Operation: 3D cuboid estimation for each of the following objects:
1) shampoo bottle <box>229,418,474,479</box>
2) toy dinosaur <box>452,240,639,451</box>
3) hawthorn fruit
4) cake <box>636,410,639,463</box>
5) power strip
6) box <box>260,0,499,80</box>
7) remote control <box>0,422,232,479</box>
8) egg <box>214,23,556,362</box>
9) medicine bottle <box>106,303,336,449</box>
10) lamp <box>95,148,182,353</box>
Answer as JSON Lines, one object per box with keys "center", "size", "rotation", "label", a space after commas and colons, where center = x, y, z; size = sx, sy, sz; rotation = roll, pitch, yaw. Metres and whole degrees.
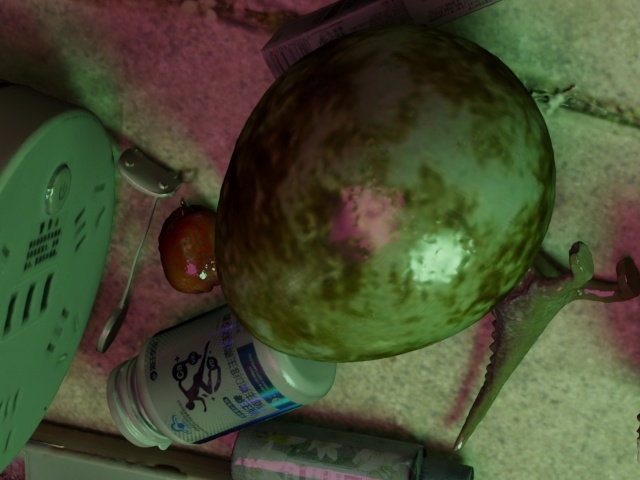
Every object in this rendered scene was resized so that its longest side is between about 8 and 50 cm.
{"center": [0.029, 0.203, 1.762], "size": [0.214, 0.072, 0.072], "rotation": [8, 119, 15], "label": "shampoo bottle"}
{"center": [0.160, 0.052, 1.646], "size": [0.200, 0.072, 0.251], "rotation": [-9, 123, 33], "label": "toy dinosaur"}
{"center": [-0.106, 0.008, 1.708], "size": [0.077, 0.077, 0.077], "rotation": [9, 119, 16], "label": "hawthorn fruit"}
{"center": [0.322, 0.112, 1.568], "size": [0.135, 0.134, 0.147], "rotation": [14, 114, 15], "label": "cake"}
{"center": [-0.307, 0.039, 1.636], "size": [0.161, 0.357, 0.357], "rotation": [18, 122, 12], "label": "power strip"}
{"center": [0.056, -0.179, 1.555], "size": [0.218, 0.055, 0.039], "rotation": [-20, 109, 28], "label": "box"}
{"center": [-0.195, 0.253, 1.882], "size": [0.344, 0.050, 0.145], "rotation": [11, 120, 15], "label": "remote control"}
{"center": [0.042, -0.029, 1.503], "size": [0.238, 0.238, 0.289], "rotation": [44, 122, -6], "label": "egg"}
{"center": [-0.089, 0.115, 1.735], "size": [0.191, 0.107, 0.107], "rotation": [-23, 107, 29], "label": "medicine bottle"}
{"center": [-0.175, 0.013, 1.747], "size": [0.056, 0.050, 0.198], "rotation": [24, 121, 3], "label": "lamp"}
